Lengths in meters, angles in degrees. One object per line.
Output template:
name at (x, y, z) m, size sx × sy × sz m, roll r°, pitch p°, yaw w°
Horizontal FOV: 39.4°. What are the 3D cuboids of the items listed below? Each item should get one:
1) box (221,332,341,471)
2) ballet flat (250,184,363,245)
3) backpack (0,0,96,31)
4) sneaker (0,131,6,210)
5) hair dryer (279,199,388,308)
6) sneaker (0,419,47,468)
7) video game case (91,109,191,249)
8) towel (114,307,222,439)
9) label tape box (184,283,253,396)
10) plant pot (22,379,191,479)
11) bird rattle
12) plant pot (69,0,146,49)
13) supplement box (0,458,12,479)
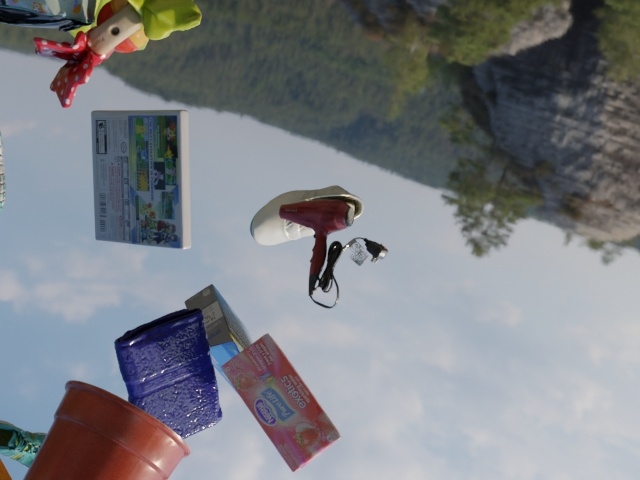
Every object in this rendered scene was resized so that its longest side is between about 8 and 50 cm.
box at (-0.090, 0.384, 2.122) m, size 0.300 × 0.142 × 0.154 m, roll 54°, pitch 174°, yaw 9°
ballet flat at (-0.021, -0.074, 2.471) m, size 0.139 × 0.139 × 0.400 m, roll 24°, pitch -153°, yaw 32°
backpack at (-0.418, -0.379, 1.303) m, size 0.188 × 0.144 × 0.166 m, roll 18°, pitch -170°, yaw 4°
sneaker at (-0.590, -0.122, 1.556) m, size 0.076 × 0.166 × 0.065 m, roll -5°, pitch 179°, yaw -15°
hair dryer at (0.000, 0.000, 2.199) m, size 0.293 × 0.223 × 0.080 m, roll 49°, pitch 180°, yaw 27°
sneaker at (-0.793, 0.551, 2.391) m, size 0.275 × 0.107 × 0.110 m, roll 17°, pitch 161°, yaw -4°
video game case at (-0.439, -0.152, 2.179) m, size 0.300 × 0.329 × 0.036 m, roll 5°, pitch -171°, yaw 33°
towel at (-0.362, 0.331, 2.138) m, size 0.228 × 0.308 × 0.076 m, roll -19°, pitch -159°, yaw -29°
label tape box at (-0.253, 0.315, 2.522) m, size 0.240 × 0.106 × 0.333 m, roll 58°, pitch -179°, yaw -38°
plant pot at (-0.421, 0.442, 1.645) m, size 0.272 × 0.265 × 0.272 m, roll 22°, pitch 153°, yaw 12°
bird rattle at (-0.290, -0.300, 1.299) m, size 0.143 × 0.253 × 0.207 m, roll 45°, pitch -170°, yaw -12°
plant pot at (-0.493, -0.571, 1.981) m, size 0.228 × 0.227 × 0.207 m, roll 46°, pitch -144°, yaw 21°
supplement box at (-0.747, 0.549, 2.052) m, size 0.036 × 0.098 × 0.062 m, roll -24°, pitch -107°, yaw -42°
